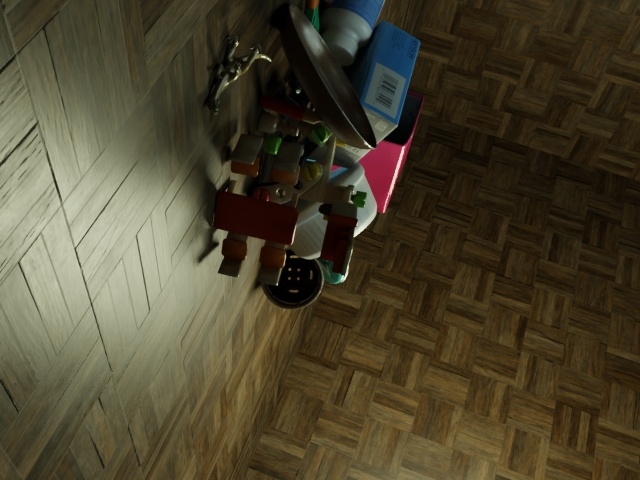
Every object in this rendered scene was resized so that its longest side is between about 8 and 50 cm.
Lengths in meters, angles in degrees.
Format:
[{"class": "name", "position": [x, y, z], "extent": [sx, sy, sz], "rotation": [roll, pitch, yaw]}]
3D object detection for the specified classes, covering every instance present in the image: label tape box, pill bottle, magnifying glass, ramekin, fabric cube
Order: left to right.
[{"class": "magnifying glass", "position": [-0.020, -0.463, 1.496], "extent": [0.231, 0.026, 0.092], "rotation": [103, 9, -50]}, {"class": "ramekin", "position": [0.015, -0.066, 1.770], "extent": [0.273, 0.127, 0.273], "rotation": [-32, -166, 9]}, {"class": "pill bottle", "position": [0.069, -0.510, 1.627], "extent": [0.124, 0.124, 0.221], "rotation": [84, 26, -73]}, {"class": "label tape box", "position": [0.082, -0.316, 1.727], "extent": [0.348, 0.115, 0.249], "rotation": [-40, -150, 60]}, {"class": "fabric cube", "position": [0.125, -0.282, 2.090], "extent": [0.258, 0.259, 0.254], "rotation": [102, 9, -46]}]

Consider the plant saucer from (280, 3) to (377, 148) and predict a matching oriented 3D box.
[{"class": "plant saucer", "position": [0.010, -0.297, 1.375], "extent": [0.050, 0.310, 0.310], "rotation": [-30, -177, 14]}]

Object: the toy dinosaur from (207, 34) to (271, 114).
[{"class": "toy dinosaur", "position": [-0.129, -0.271, 1.123], "extent": [0.183, 0.053, 0.092], "rotation": [-56, 180, -38]}]

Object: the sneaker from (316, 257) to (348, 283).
[{"class": "sneaker", "position": [0.000, 0.000, 2.001], "extent": [0.110, 0.107, 0.275], "rotation": [-53, 129, -62]}]

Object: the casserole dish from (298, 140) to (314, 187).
[{"class": "casserole dish", "position": [-0.045, -0.190, 1.937], "extent": [0.114, 0.037, 0.188], "rotation": [-62, 168, -49]}]

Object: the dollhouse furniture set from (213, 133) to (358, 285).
[{"class": "dollhouse furniture set", "position": [-0.066, -0.029, 1.323], "extent": [0.135, 0.259, 0.262], "rotation": [-77, 179, -55]}]

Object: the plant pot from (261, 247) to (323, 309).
[{"class": "plant pot", "position": [-0.074, 0.098, 2.006], "extent": [0.165, 0.167, 0.167], "rotation": [-63, 171, -88]}]

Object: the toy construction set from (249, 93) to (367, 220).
[{"class": "toy construction set", "position": [-0.004, -0.172, 1.494], "extent": [0.309, 0.237, 0.257], "rotation": [82, 28, -73]}]

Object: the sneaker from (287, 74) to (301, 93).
[{"class": "sneaker", "position": [-0.045, -0.344, 1.541], "extent": [0.035, 0.031, 0.083], "rotation": [-43, -159, 36]}]

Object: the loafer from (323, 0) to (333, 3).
[{"class": "loafer", "position": [0.039, -0.563, 1.473], "extent": [0.061, 0.062, 0.170], "rotation": [-90, -168, -60]}]
